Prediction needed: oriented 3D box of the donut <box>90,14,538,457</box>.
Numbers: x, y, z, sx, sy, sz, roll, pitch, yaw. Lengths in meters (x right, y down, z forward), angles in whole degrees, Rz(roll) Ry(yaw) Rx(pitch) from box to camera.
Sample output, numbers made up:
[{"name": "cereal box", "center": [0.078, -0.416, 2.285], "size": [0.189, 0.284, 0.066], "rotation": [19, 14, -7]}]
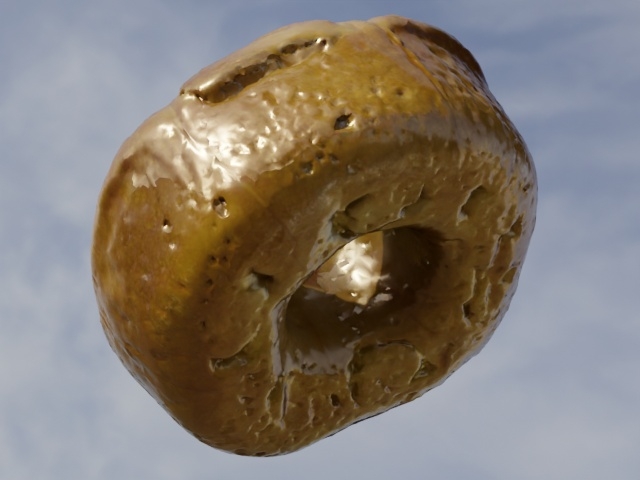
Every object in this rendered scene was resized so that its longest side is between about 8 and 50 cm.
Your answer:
[{"name": "donut", "center": [-0.001, -0.001, 0.845], "size": [0.114, 0.226, 0.226], "rotation": [53, -9, 39]}]
